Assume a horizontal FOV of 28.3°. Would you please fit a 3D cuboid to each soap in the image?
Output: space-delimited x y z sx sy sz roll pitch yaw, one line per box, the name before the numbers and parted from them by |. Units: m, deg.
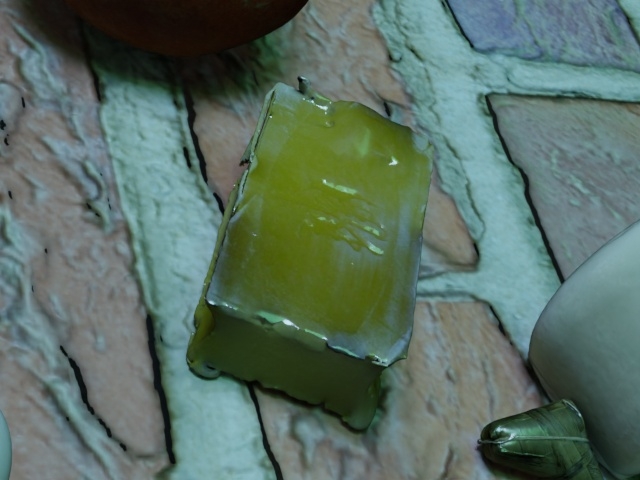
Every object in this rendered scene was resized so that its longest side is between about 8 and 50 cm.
soap | -0.001 0.001 0.872 0.135 0.076 0.233 20 47 -7

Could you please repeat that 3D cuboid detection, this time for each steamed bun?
steamed bun | 0.279 0.051 0.902 0.241 0.164 0.146 -19 61 -35

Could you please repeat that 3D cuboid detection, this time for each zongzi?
zongzi | 0.150 0.154 0.847 0.076 0.040 0.083 -12 76 -25

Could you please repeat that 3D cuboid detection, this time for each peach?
peach | -0.107 -0.268 0.946 0.252 0.252 0.252 13 48 -15

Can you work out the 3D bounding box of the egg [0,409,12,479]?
egg | -0.246 0.120 0.597 0.209 0.151 0.151 -17 61 -35
